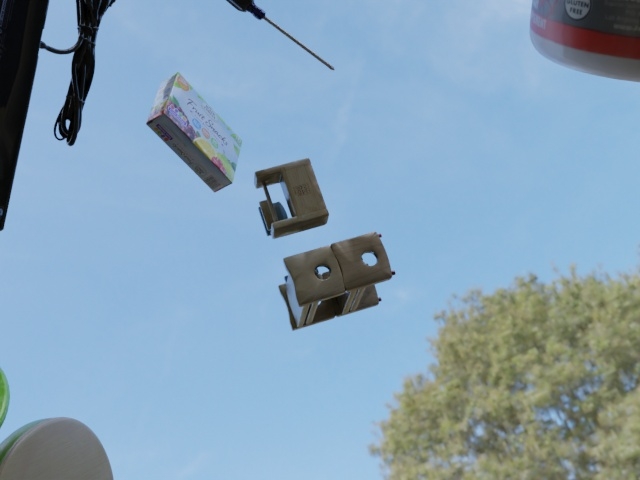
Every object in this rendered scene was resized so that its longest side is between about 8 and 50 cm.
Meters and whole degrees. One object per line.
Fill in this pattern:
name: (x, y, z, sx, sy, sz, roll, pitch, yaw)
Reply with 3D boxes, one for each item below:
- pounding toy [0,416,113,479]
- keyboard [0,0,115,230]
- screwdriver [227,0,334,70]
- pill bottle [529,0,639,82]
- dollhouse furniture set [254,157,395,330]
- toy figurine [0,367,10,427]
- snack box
pounding toy: (-0.280, 0.230, 0.788, 0.110, 0.183, 0.237, -3, -31, 21)
keyboard: (-0.250, -0.166, 0.755, 0.033, 0.317, 0.201, 4, -9, 33)
screwdriver: (-0.053, -0.243, 1.058, 0.024, 0.170, 0.025, -53, -4, 9)
pill bottle: (0.303, -0.333, 0.801, 0.210, 0.210, 0.362, -6, -64, -17)
dollhouse furniture set: (0.000, 0.000, 1.233, 0.129, 0.183, 0.129, -16, -17, -11)
toy figurine: (-0.278, 0.062, 0.539, 0.173, 0.130, 0.159, -40, -37, -39)
snack box: (-0.170, -0.148, 1.293, 0.037, 0.100, 0.141, -26, -54, 26)
